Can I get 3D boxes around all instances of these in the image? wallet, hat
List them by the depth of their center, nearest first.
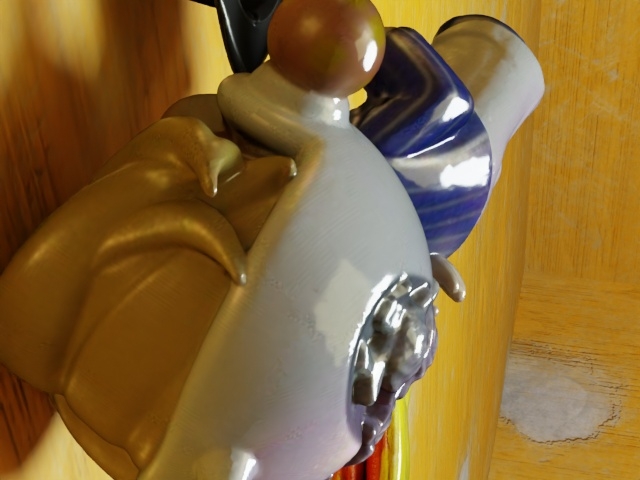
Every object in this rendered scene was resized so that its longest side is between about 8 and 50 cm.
[{"bbox_3d":[-0.037,-0.111,0.587,0.121,0.050,0.121,8,90,-74],"label":"hat"},{"bbox_3d":[0.032,0.138,1.120,0.241,0.067,0.141,70,24,-77],"label":"wallet"}]

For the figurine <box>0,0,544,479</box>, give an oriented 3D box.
[{"bbox_3d":[-0.003,0.006,0.569,0.194,0.133,0.274,-54,168,16],"label":"figurine"}]
